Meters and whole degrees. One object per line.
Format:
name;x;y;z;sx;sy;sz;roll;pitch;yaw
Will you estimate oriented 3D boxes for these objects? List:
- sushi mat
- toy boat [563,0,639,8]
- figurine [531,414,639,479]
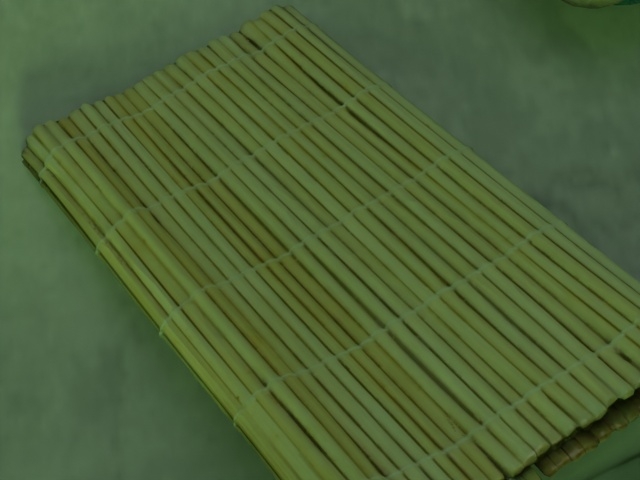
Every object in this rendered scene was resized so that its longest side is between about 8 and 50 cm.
sushi mat;0.000;0.000;0.694;0.151;0.019;0.316;-30;42;-14
toy boat;0.177;-0.268;0.809;0.267;0.148;0.318;-43;42;31
figurine;0.179;0.097;0.655;0.209;0.092;0.215;-26;60;-19
